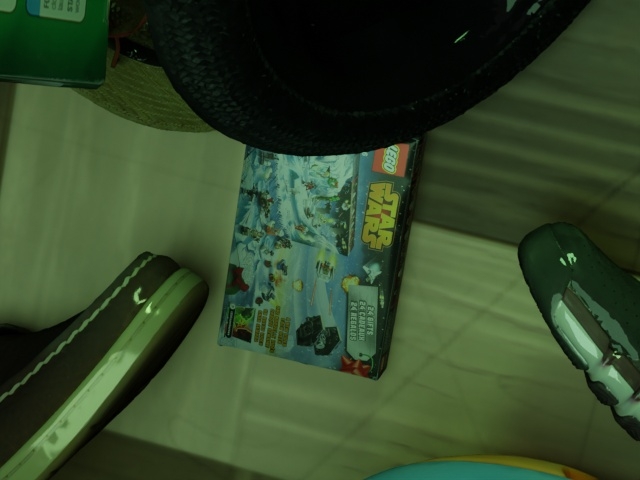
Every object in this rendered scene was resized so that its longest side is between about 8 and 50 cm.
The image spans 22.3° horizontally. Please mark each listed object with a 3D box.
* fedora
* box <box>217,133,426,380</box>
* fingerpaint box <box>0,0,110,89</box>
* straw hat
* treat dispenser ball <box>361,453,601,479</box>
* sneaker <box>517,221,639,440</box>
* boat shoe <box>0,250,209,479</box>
[{"bbox_3d":[0.025,-0.208,0.749,0.152,0.334,0.334,48,112,37],"label":"fedora"},{"bbox_3d":[0.000,0.000,0.883,0.094,0.027,0.137,13,105,12],"label":"box"},{"bbox_3d":[-0.272,-0.309,0.738,0.371,0.163,0.444,10,96,27],"label":"fingerpaint box"},{"bbox_3d":[-0.095,-0.123,0.860,0.145,0.144,0.061,17,63,9],"label":"straw hat"},{"bbox_3d":[0.080,0.246,0.781,0.288,0.288,0.288,3,102,13],"label":"treat dispenser ball"},{"bbox_3d":[0.239,0.061,0.811,0.162,0.106,0.281,-41,101,13],"label":"sneaker"},{"bbox_3d":[-0.210,0.103,0.911,0.342,0.123,0.123,-40,92,24],"label":"boat shoe"}]
